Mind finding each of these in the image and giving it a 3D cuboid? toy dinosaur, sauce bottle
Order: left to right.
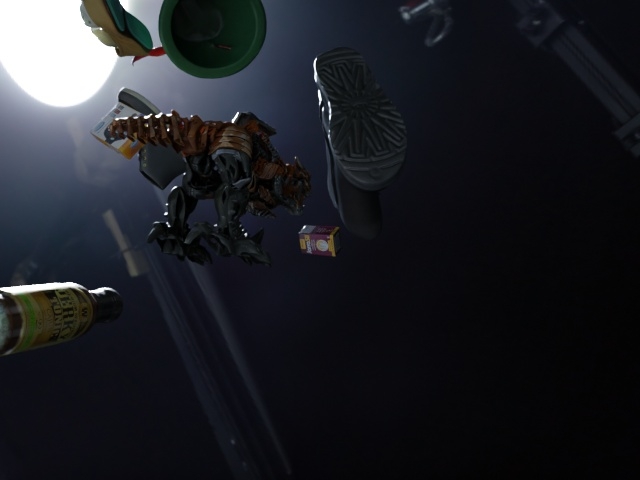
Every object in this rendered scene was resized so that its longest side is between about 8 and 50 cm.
[{"bbox_3d":[-0.475,0.128,1.152,0.112,0.344,0.111,0,-88,15],"label":"sauce bottle"},{"bbox_3d":[-0.140,-0.082,0.877,0.164,0.322,0.218,-11,-113,59],"label":"toy dinosaur"}]

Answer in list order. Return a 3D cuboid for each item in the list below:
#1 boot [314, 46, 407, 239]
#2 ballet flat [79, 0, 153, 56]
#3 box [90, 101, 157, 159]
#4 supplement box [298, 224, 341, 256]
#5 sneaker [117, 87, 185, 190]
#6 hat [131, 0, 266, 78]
[{"bbox_3d":[0.085,-0.136,1.435,0.445,0.146,0.366,87,-7,-56],"label":"boot"},{"bbox_3d":[-0.327,-0.337,0.999,0.073,0.232,0.080,-13,-100,3],"label":"ballet flat"},{"bbox_3d":[-0.360,-0.203,1.183,0.136,0.081,0.028,30,-17,36],"label":"box"},{"bbox_3d":[0.000,0.000,1.442,0.083,0.043,0.054,4,-61,24],"label":"supplement box"},{"bbox_3d":[-0.381,-0.221,1.418,0.222,0.118,0.083,46,-16,-12],"label":"sneaker"},{"bbox_3d":[-0.221,-0.384,1.134,0.183,0.209,0.172,-134,-143,-55],"label":"hat"}]
